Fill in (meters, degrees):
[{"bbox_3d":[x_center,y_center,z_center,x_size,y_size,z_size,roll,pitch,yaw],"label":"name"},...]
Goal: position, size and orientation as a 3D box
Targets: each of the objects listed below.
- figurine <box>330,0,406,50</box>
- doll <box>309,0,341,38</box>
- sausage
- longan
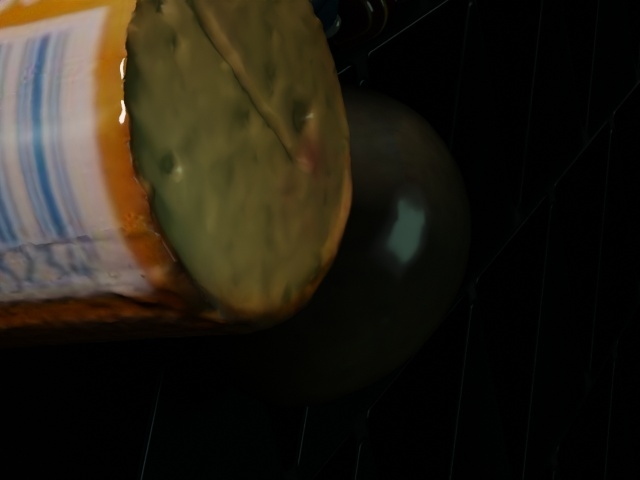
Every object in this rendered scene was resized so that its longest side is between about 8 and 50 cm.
[{"bbox_3d":[0.069,-0.275,1.442,0.154,0.098,0.082,-52,128,-47],"label":"figurine"},{"bbox_3d":[-0.024,-0.242,1.288,0.152,0.085,0.114,28,49,-70],"label":"doll"},{"bbox_3d":[-0.159,-0.050,0.811,0.233,0.287,0.233,18,68,-56],"label":"sausage"},{"bbox_3d":[0.000,0.000,1.161,0.243,0.300,0.300,38,42,-2],"label":"longan"}]
